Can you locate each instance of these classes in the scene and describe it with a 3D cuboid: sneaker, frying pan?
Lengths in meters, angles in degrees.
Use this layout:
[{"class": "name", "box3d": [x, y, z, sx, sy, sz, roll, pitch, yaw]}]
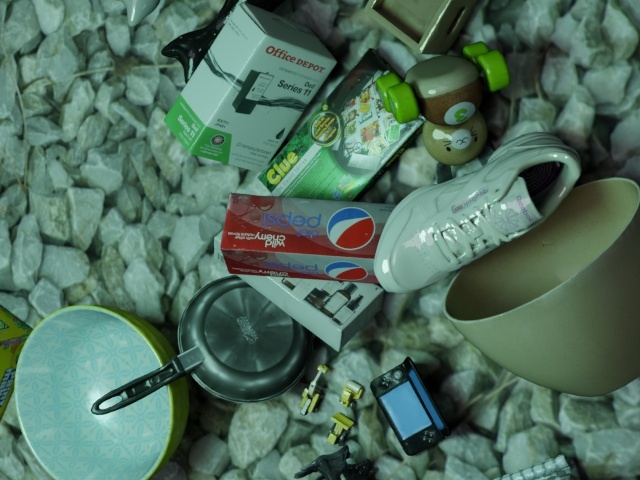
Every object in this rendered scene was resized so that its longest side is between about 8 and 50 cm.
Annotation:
[{"class": "sneaker", "box3d": [0.198, -0.036, 1.747, 0.305, 0.152, 0.114, -37, 103, 0]}, {"class": "frying pan", "box3d": [-0.168, 0.139, 1.953, 0.326, 0.053, 0.197, -2, 67, -13]}]

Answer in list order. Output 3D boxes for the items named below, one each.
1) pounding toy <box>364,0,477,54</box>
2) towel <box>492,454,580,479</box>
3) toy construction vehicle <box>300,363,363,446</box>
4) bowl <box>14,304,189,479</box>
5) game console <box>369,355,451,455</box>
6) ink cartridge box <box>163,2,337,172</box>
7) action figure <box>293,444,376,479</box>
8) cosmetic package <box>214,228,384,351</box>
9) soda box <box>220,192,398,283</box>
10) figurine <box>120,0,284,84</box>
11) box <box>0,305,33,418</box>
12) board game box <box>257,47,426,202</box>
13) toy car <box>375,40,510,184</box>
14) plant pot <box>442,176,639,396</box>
[{"class": "pounding toy", "box3d": [0.161, -0.332, 1.840, 0.130, 0.100, 0.141, 42, 118, 24]}, {"class": "towel", "box3d": [0.280, 0.451, 1.816, 0.235, 0.121, 0.284, -24, 83, 26]}, {"class": "toy construction vehicle", "box3d": [0.012, 0.240, 1.985, 0.086, 0.035, 0.098, 32, 108, 21]}, {"class": "bowl", "box3d": [-0.304, 0.231, 2.081, 0.289, 0.156, 0.289, 3, 96, 27]}, {"class": "game console", "box3d": [0.124, 0.233, 1.907, 0.107, 0.071, 0.122, -33, 78, 25]}, {"class": "ink cartridge box", "box3d": [-0.098, -0.213, 1.932, 0.208, 0.153, 0.087, -55, 50, 21]}, {"class": "action figure", "box3d": [0.069, 0.432, 1.908, 0.141, 0.164, 0.276, -35, 68, 6]}, {"class": "cosmetic package", "box3d": [-0.032, 0.046, 1.952, 0.239, 0.099, 0.060, 35, 148, 20]}, {"class": "soda box", "box3d": [0.000, 0.000, 1.884, 0.263, 0.083, 0.092, 4, 64, 8]}, {"class": "figurine", "box3d": [-0.179, -0.357, 1.966, 0.209, 0.092, 0.215, -45, 72, 0]}, {"class": "box", "box3d": [-0.668, 0.211, 2.257, 0.279, 0.177, 0.290, 34, 109, 21]}, {"class": "board game box", "box3d": [0.035, -0.133, 1.949, 0.136, 0.030, 0.260, 49, 113, 13]}, {"class": "toy car", "box3d": [0.180, -0.147, 1.815, 0.155, 0.149, 0.188, -20, 109, -3]}, {"class": "plant pot", "box3d": [0.321, 0.082, 1.705, 0.284, 0.284, 0.191, -28, 107, 26]}]
